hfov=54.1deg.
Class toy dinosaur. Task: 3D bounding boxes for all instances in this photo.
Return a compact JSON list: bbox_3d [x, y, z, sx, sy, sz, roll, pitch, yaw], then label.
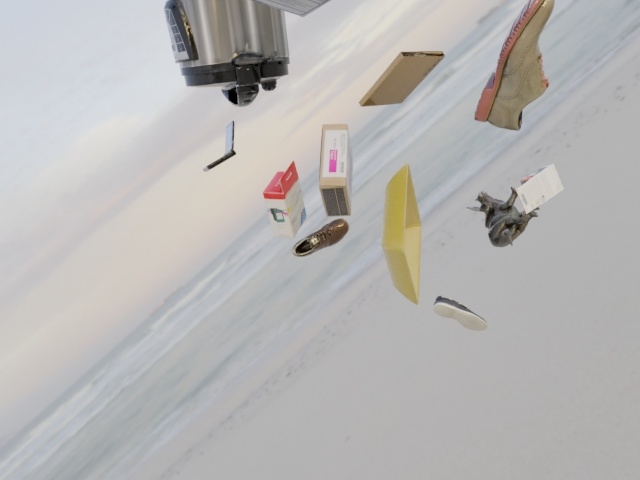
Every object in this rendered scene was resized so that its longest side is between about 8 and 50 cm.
[{"bbox_3d":[0.523,-0.044,1.757,0.160,0.121,0.313,-51,20,32],"label":"toy dinosaur"}]

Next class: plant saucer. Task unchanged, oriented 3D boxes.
[{"bbox_3d":[0.255,-0.015,1.973,0.081,0.332,0.332,-3,54,16],"label":"plant saucer"}]

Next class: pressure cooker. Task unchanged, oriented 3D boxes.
[{"bbox_3d":[-0.280,-0.640,2.008,0.376,0.420,0.370,2,19,25],"label":"pressure cooker"}]

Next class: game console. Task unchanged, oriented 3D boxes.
[{"bbox_3d":[-0.237,-0.217,1.459,0.107,0.071,0.122,-32,10,-12],"label":"game console"}]

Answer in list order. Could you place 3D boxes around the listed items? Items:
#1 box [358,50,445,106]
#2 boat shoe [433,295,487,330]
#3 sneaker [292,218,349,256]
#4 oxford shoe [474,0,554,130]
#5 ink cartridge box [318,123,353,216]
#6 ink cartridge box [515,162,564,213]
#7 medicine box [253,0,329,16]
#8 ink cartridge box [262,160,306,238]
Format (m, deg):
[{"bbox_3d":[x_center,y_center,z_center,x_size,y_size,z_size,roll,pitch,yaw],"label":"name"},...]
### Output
[{"bbox_3d":[0.215,-0.430,1.671,0.164,0.021,0.201,-14,-19,-38],"label":"box"},{"bbox_3d":[0.307,0.158,1.371,0.038,0.125,0.046,-67,-3,-48],"label":"boat shoe"},{"bbox_3d":[0.000,0.000,1.857,0.188,0.066,0.071,-32,0,19],"label":"sneaker"},{"bbox_3d":[0.460,-0.394,1.401,0.123,0.130,0.348,-59,-12,-34],"label":"oxford shoe"},{"bbox_3d":[0.052,-0.221,1.995,0.193,0.088,0.234,75,-163,-63],"label":"ink cartridge box"},{"bbox_3d":[0.450,-0.107,1.308,0.115,0.063,0.029,-31,13,-19],"label":"ink cartridge box"},{"bbox_3d":[-0.064,-0.661,1.434,0.263,0.149,0.289,4,-8,-37],"label":"medicine box"},{"bbox_3d":[-0.120,-0.137,2.083,0.078,0.231,0.134,4,38,20],"label":"ink cartridge box"}]
